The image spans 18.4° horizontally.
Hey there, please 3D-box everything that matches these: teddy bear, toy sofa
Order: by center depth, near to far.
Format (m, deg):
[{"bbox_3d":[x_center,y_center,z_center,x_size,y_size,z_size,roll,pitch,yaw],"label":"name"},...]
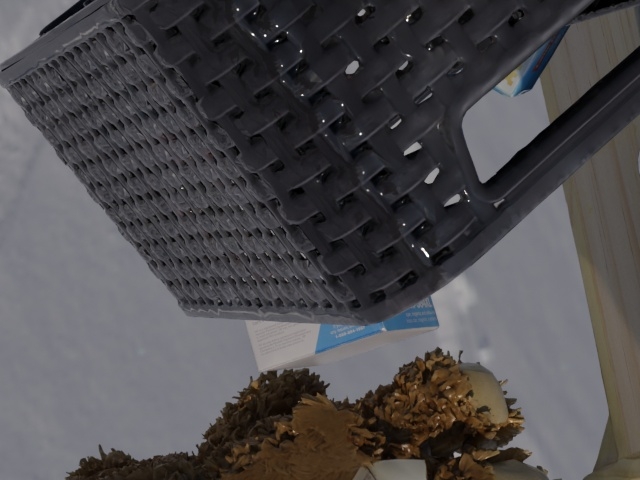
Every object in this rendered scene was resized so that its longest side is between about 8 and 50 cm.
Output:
[{"bbox_3d":[0.234,-0.028,1.225,0.150,0.177,0.363,-2,72,-26],"label":"toy sofa"},{"bbox_3d":[-0.002,0.183,1.317,0.245,0.338,0.113,49,-24,27],"label":"teddy bear"}]

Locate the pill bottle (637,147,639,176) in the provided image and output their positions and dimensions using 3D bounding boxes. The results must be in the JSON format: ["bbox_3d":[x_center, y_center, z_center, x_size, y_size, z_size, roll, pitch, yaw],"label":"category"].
[{"bbox_3d":[0.264,0.070,0.797,0.323,0.181,0.181,68,21,0],"label":"pill bottle"}]

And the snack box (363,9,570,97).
[{"bbox_3d":[0.106,-0.256,1.006,0.187,0.322,0.060,33,17,9],"label":"snack box"}]

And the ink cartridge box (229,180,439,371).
[{"bbox_3d":[0.000,0.000,1.228,0.090,0.092,0.143,2,71,-63],"label":"ink cartridge box"}]

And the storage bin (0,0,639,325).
[{"bbox_3d":[0.007,-0.051,0.460,0.084,0.122,0.180,52,-15,-11],"label":"storage bin"}]
